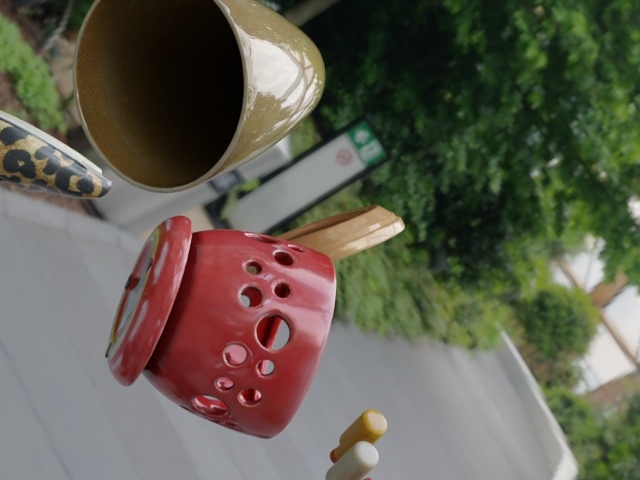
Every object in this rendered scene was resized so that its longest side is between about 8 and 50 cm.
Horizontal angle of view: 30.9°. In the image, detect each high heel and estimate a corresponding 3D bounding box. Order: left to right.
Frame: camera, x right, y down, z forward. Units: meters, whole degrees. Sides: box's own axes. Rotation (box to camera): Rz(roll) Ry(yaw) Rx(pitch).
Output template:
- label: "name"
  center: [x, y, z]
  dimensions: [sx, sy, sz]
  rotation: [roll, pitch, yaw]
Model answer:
- label: "high heel"
  center: [-0.314, -0.023, 0.955]
  dimensions: [0.261, 0.186, 0.093]
  rotation: [20, -9, 12]

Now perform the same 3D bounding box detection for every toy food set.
- label: "toy food set"
  center: [0.078, 0.350, 1.516]
  dimensions: [0.111, 0.104, 0.232]
  rotation: [-14, 62, -45]

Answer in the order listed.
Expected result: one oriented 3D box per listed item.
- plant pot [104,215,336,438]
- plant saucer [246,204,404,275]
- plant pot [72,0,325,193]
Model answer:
- label: "plant pot"
  center: [-0.098, 0.074, 1.104]
  dimensions: [0.174, 0.191, 0.191]
  rotation: [22, 17, -14]
- label: "plant saucer"
  center: [0.000, 0.000, 1.365]
  dimensions: [0.200, 0.200, 0.037]
  rotation: [-68, 139, -82]
- label: "plant pot"
  center: [-0.110, -0.188, 1.327]
  dimensions: [0.254, 0.237, 0.237]
  rotation: [-18, 74, -57]
